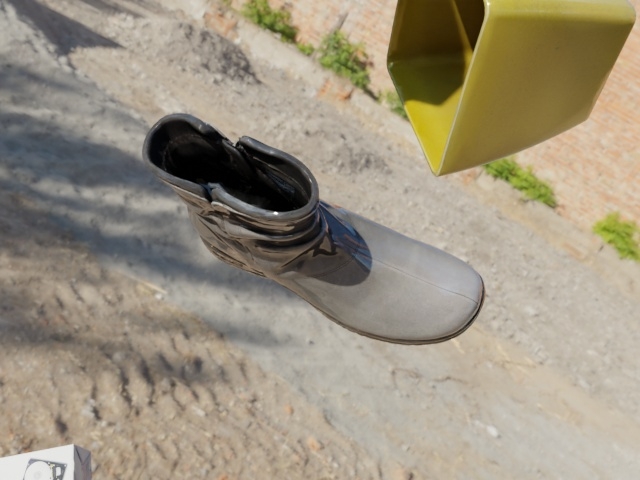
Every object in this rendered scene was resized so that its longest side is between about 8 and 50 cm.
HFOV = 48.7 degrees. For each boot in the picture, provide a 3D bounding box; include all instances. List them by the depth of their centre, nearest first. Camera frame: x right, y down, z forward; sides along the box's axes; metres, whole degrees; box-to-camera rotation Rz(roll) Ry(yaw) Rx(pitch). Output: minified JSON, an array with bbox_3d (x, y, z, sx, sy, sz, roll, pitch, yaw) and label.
[{"bbox_3d":[0.000,0.000,0.682,0.338,0.118,0.223,16,-16,10],"label":"boot"}]

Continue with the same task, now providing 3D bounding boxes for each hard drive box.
[{"bbox_3d":[-0.570,0.512,1.372,0.089,0.232,0.181,74,4,-63],"label":"hard drive box"}]

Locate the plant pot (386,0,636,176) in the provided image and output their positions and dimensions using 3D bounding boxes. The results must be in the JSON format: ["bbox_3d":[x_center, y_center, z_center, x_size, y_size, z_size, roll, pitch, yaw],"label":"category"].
[{"bbox_3d":[0.203,-0.219,0.771,0.187,0.212,0.212,-5,50,-12],"label":"plant pot"}]
